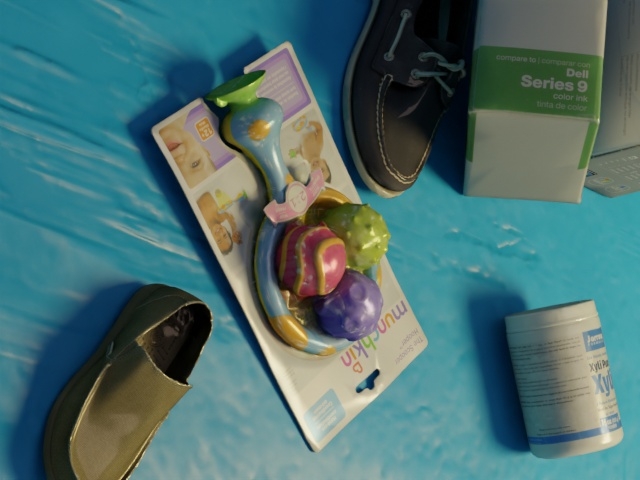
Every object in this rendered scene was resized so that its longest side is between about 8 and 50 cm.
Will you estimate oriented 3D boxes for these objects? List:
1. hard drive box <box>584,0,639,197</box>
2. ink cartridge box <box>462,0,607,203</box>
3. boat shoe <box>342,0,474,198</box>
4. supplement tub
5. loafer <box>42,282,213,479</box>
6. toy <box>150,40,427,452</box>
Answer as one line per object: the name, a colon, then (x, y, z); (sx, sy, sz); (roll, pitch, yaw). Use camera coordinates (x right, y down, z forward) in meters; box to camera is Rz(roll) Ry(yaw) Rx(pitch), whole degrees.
hard drive box: (0.294, -0.147, 1.132); (0.089, 0.232, 0.181); (20, 68, -39)
ink cartridge box: (0.156, -0.152, 1.051); (0.154, 0.093, 0.212); (78, 17, -69)
boat shoe: (0.069, -0.130, 1.032); (0.075, 0.065, 0.206); (28, 63, -36)
supplement tub: (0.178, 0.102, 1.079); (0.071, 0.071, 0.107); (-11, 89, -44)
loafer: (-0.107, 0.083, 0.830); (0.056, 0.050, 0.148); (41, 56, -29)
toy: (0.000, 0.000, 0.945); (0.137, 0.056, 0.237); (-39, 107, -40)
